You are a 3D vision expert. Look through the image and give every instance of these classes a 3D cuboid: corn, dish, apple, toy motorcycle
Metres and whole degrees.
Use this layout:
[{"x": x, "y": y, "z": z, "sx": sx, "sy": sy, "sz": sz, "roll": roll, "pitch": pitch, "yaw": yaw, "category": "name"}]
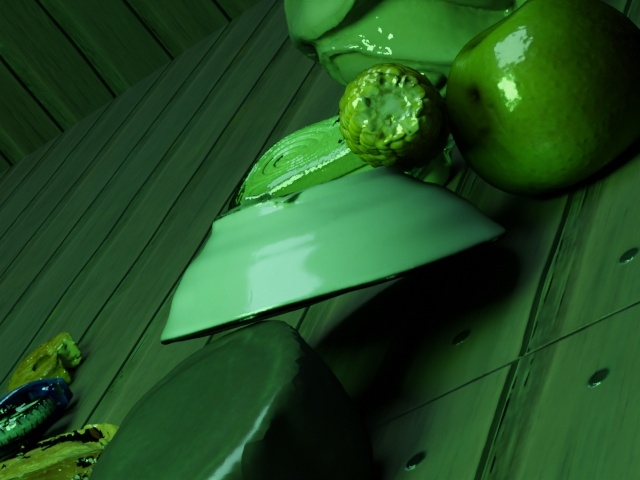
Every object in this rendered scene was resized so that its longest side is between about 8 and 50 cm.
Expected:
[{"x": 0.066, "y": -0.111, "z": 1.634, "sx": 0.101, "sy": 0.101, "sz": 0.310, "roll": -36, "pitch": -3, "yaw": 8, "category": "corn"}, {"x": 0.000, "y": 0.000, "z": 1.548, "sx": 0.316, "sy": 0.106, "sz": 0.316, "roll": -17, "pitch": -2, "yaw": 0, "category": "dish"}, {"x": 0.205, "y": -0.134, "z": 1.596, "sx": 0.196, "sy": 0.157, "sz": 0.196, "roll": -37, "pitch": 7, "yaw": 5, "category": "apple"}, {"x": -0.429, "y": 0.251, "z": 2.027, "sx": 0.315, "sy": 0.113, "sz": 0.169, "roll": -29, "pitch": 7, "yaw": 0, "category": "toy motorcycle"}]

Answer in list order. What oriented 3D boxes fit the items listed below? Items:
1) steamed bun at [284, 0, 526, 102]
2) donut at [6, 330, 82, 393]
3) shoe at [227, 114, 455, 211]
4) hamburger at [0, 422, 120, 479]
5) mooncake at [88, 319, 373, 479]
[{"x": 0.096, "y": -0.284, "z": 1.987, "sx": 0.342, "sy": 0.368, "sz": 0.255, "roll": 17, "pitch": 76, "yaw": 26, "category": "steamed bun"}, {"x": -0.338, "y": 0.163, "z": 2.179, "sx": 0.097, "sy": 0.043, "sz": 0.108, "roll": -29, "pitch": 20, "yaw": 30, "category": "donut"}, {"x": 0.020, "y": -0.064, "z": 1.855, "sx": 0.262, "sy": 0.128, "sz": 0.140, "roll": -30, "pitch": 7, "yaw": 22, "category": "shoe"}, {"x": -0.255, "y": 0.246, "z": 1.607, "sx": 0.231, "sy": 0.107, "sz": 0.231, "roll": -25, "pitch": 4, "yaw": 2, "category": "hamburger"}, {"x": -0.074, "y": 0.180, "z": 1.378, "sx": 0.245, "sy": 0.133, "sz": 0.245, "roll": -35, "pitch": 16, "yaw": 12, "category": "mooncake"}]
